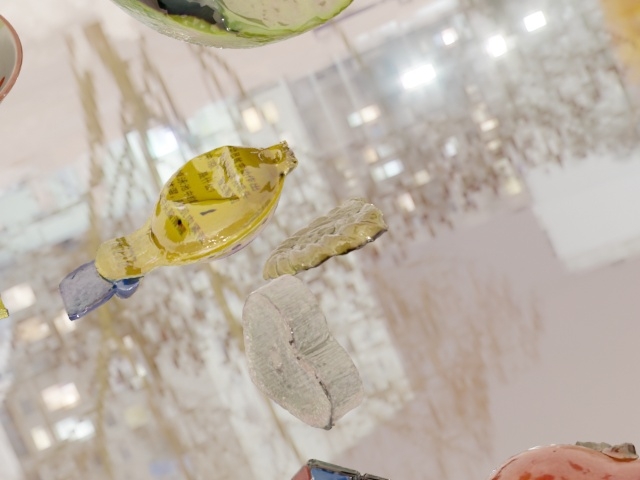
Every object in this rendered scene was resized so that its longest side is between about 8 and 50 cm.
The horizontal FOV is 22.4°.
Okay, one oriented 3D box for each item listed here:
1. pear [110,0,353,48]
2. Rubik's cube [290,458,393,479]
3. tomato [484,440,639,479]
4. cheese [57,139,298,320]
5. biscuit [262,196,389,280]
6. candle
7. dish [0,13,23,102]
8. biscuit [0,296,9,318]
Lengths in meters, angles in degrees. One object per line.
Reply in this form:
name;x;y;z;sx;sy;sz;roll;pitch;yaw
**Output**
pear;-0.123;-0.352;1.608;0.399;0.398;0.165;-27;175;-34
Rubik's cube;-0.010;0.333;2.022;0.250;0.234;0.284;19;-124;33
tomato;0.279;0.352;1.570;0.322;0.321;0.321;-23;-175;2
cheese;-0.129;-0.011;1.462;0.250;0.064;0.156;-32;-148;1
biscuit;0.000;0.000;2.216;0.187;0.036;0.273;-31;-172;-3
candle;-0.033;0.145;1.994;0.068;0.192;0.168;-27;177;-30
dish;-0.461;-0.171;1.807;0.260;0.260;0.085;-26;142;-26
biscuit;-0.473;-0.029;2.173;0.048;0.291;0.026;-7;-164;14
